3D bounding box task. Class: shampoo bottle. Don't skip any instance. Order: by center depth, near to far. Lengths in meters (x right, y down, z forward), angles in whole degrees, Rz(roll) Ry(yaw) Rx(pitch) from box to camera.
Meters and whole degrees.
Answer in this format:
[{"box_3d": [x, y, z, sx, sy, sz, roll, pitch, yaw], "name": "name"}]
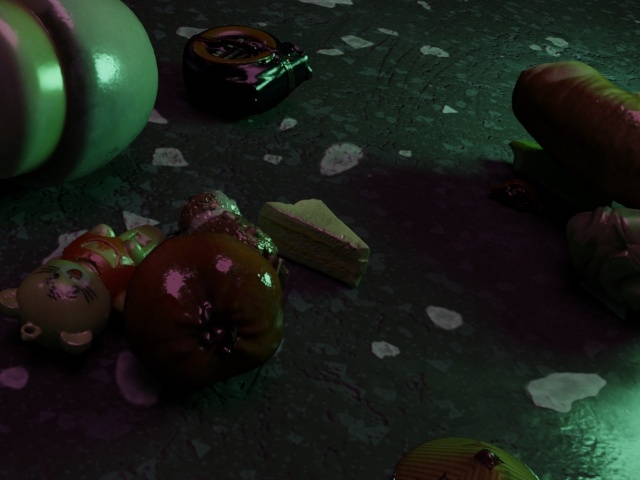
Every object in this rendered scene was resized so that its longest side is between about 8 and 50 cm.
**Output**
[{"box_3d": [-0.423, -0.247, 1.402, 0.322, 0.322, 0.317, 27, 30, 21], "name": "shampoo bottle"}]

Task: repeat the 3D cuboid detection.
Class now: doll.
[{"box_3d": [-0.119, 0.014, 1.305, 0.221, 0.105, 0.115, 36, 78, 31], "name": "doll"}]

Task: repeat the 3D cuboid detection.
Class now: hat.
[{"box_3d": [0.182, 0.270, 1.047, 0.193, 0.082, 0.193, 7, 35, -5], "name": "hat"}]

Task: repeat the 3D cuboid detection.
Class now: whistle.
[{"box_3d": [-0.293, 0.050, 1.200, 0.131, 0.106, 0.288, 28, 37, 11], "name": "whistle"}]

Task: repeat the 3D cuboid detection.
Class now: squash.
[{"box_3d": [0.435, -0.119, 1.699, 0.069, 0.069, 0.239, -18, 44, -36], "name": "squash"}]

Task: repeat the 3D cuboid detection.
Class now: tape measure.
[{"box_3d": [-0.156, -0.323, 1.766, 0.223, 0.135, 0.202, 27, 47, 25], "name": "tape measure"}]

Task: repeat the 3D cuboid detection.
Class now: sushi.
[{"box_3d": [0.350, -0.082, 1.640, 0.099, 0.050, 0.047, 16, 39, 25], "name": "sushi"}]

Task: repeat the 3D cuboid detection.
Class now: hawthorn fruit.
[{"box_3d": [-0.153, 0.068, 1.162, 0.199, 0.199, 0.251, -1, 23, -19], "name": "hawthorn fruit"}]

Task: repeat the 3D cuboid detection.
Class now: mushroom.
[{"box_3d": [0.498, -0.150, 1.536, 0.397, 0.224, 0.314, 16, 37, 12], "name": "mushroom"}]

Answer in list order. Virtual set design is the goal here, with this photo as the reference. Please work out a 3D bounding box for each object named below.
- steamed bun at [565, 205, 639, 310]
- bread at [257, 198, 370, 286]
[{"box_3d": [0.488, 0.036, 1.423, 0.218, 0.144, 0.211, 12, -7, 3], "name": "steamed bun"}, {"box_3d": [-0.013, 0.006, 1.372, 0.105, 0.077, 0.152, -8, 35, -33], "name": "bread"}]
